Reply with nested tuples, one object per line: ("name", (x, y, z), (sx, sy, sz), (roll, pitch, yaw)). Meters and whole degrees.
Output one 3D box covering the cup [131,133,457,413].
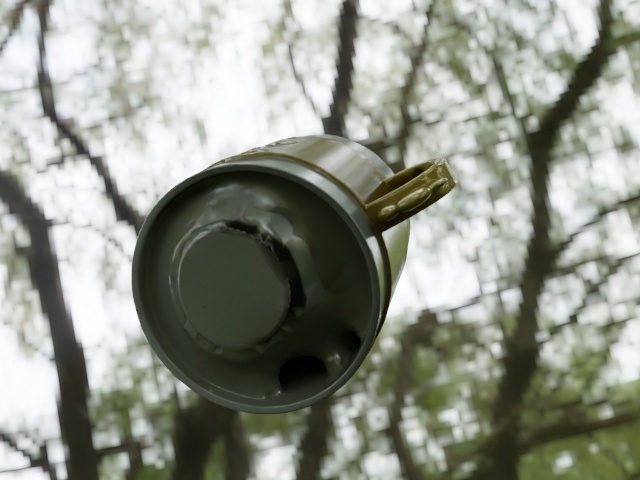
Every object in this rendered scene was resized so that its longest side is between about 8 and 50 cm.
("cup", (0.000, 0.000, 1.459), (0.241, 0.185, 0.226), (-26, 6, 18))
